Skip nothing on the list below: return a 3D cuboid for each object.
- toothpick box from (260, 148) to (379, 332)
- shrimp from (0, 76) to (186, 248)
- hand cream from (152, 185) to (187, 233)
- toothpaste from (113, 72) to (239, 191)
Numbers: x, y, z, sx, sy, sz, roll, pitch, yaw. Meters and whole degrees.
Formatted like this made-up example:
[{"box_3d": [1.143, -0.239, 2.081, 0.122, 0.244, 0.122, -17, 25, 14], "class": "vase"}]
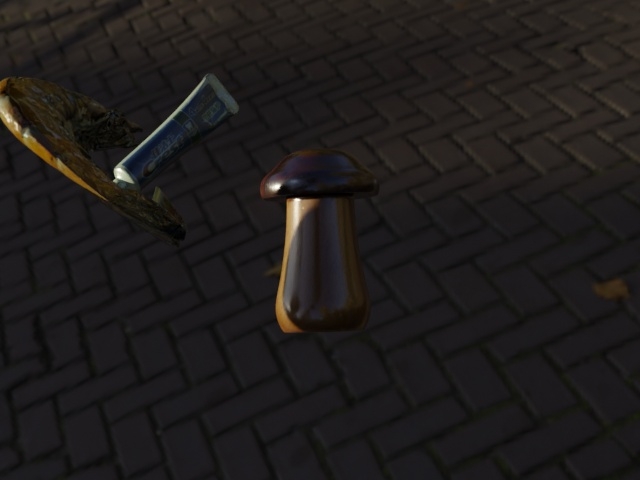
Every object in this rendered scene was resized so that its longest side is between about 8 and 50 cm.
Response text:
[{"box_3d": [0.000, 0.000, 1.995, 0.192, 0.294, 0.192, -1, -3, 0], "class": "toothpick box"}, {"box_3d": [-0.178, -0.063, 1.091, 0.051, 0.198, 0.262, -46, -10, 9], "class": "shrimp"}, {"box_3d": [-0.199, -0.033, 1.627, 0.022, 0.102, 0.035, 5, 66, 18], "class": "hand cream"}, {"box_3d": [-0.169, -0.111, 1.389, 0.197, 0.057, 0.035, -46, 15, -27], "class": "toothpaste"}]
